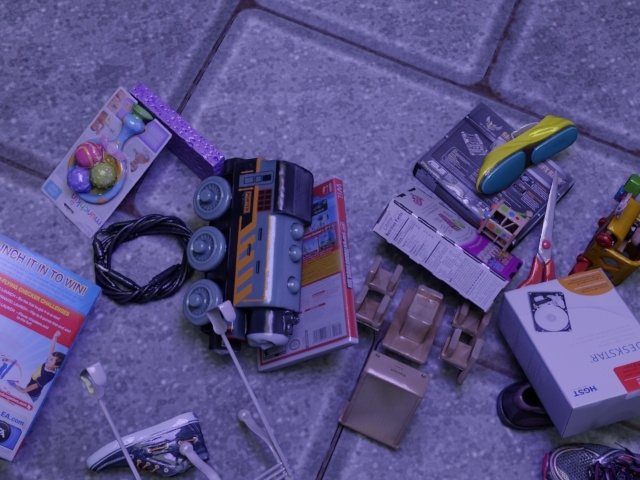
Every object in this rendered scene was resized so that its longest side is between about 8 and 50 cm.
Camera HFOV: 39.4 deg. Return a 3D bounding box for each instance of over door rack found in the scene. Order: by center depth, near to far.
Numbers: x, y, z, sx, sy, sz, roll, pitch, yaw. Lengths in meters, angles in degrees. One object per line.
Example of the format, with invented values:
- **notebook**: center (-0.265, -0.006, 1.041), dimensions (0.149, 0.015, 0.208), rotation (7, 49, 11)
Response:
- **over door rack**: center (-0.195, 0.277, 1.325), dimensions (0.240, 0.108, 0.324), rotation (-26, 103, -33)

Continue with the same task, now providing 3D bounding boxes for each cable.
- **cable**: center (-0.295, 0.031, 1.526), dimensions (0.185, 0.047, 0.150), rotation (-7, 69, -7)

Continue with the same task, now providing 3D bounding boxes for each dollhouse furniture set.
- **dollhouse furniture set**: center (0.134, 0.188, 1.466), dimensions (0.212, 0.161, 0.242), rotation (24, 46, 6)

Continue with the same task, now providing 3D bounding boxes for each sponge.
- **sponge**: center (-0.248, -0.179, 1.576), dimensions (0.210, 0.117, 0.031), rotation (42, 73, 13)

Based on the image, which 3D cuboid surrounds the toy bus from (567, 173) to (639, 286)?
- **toy bus**: center (0.517, 0.003, 1.516), dimensions (0.104, 0.191, 0.202), rotation (33, 26, 9)

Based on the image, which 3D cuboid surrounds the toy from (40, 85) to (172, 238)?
- **toy**: center (-0.379, -0.136, 1.532), dimensions (0.137, 0.056, 0.237), rotation (43, 98, 14)

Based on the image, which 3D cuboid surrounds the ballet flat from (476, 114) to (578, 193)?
- **ballet flat**: center (0.347, -0.157, 1.575), dimensions (0.231, 0.077, 0.077), rotation (-30, 52, -18)

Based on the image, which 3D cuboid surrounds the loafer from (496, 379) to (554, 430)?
- **loafer**: center (0.442, 0.242, 1.460), dimensions (0.303, 0.095, 0.109), rotation (-13, 70, -9)

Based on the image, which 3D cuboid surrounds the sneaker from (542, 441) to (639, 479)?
- **sneaker**: center (0.498, 0.371, 1.391), dimensions (0.299, 0.112, 0.120), rotation (9, 59, 10)

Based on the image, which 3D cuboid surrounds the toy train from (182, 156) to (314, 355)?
- **toy train**: center (-0.111, 0.019, 1.451), dimensions (0.190, 0.142, 0.333), rotation (-6, 73, 32)

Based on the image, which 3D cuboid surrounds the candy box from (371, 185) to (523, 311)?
- **candy box**: center (0.216, 0.010, 1.506), dimensions (0.233, 0.159, 0.071), rotation (37, 111, 11)

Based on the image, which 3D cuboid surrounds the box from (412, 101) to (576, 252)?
- **box**: center (0.312, -0.115, 1.617), dimensions (0.231, 0.056, 0.183), rotation (42, 71, 12)

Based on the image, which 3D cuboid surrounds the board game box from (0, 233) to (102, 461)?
- **board game box**: center (-0.547, 0.137, 1.375), dimensions (0.308, 0.086, 0.301), rotation (32, 66, -22)

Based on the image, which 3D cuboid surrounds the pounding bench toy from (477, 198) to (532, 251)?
- **pounding bench toy**: center (0.316, -0.036, 1.526), dimensions (0.065, 0.052, 0.083), rotation (38, 54, 12)

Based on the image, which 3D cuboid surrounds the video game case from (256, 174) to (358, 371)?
- **video game case**: center (-0.034, 0.056, 1.471), dimensions (0.025, 0.204, 0.285), rotation (18, 58, -45)

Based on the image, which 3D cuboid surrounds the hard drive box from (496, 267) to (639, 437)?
- **hard drive box**: center (0.412, 0.171, 1.406), dimensions (0.181, 0.089, 0.232), rotation (-14, 49, -13)

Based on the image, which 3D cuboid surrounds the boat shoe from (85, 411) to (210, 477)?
- **boat shoe**: center (-0.267, 0.339, 1.393), dimensions (0.183, 0.065, 0.083), rotation (-21, 72, -12)

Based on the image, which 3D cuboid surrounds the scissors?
- **scissors**: center (0.378, 0.025, 1.547), dimensions (0.109, 0.021, 0.297), rotation (-3, 84, -6)
